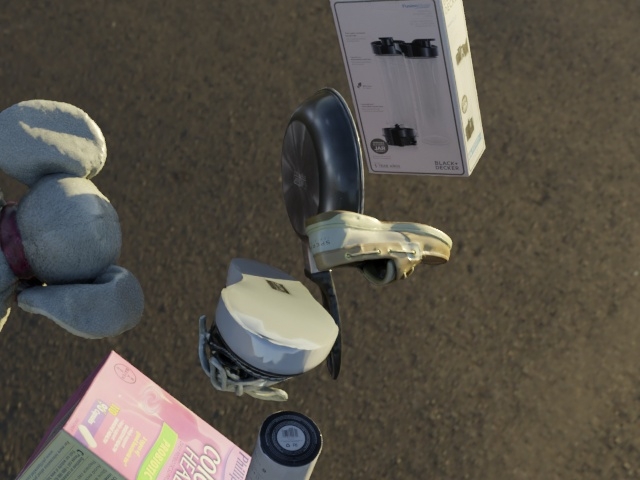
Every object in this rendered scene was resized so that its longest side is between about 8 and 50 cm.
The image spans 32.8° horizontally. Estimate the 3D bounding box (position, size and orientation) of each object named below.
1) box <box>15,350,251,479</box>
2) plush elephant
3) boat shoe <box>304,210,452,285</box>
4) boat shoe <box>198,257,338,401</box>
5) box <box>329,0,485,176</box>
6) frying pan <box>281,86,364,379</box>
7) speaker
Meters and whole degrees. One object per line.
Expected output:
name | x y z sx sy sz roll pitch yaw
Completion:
box | -0.227 0.291 1.357 0.243 0.117 0.213 40 18 -8
plush elephant | -0.325 0.002 1.152 0.256 0.330 0.271 -4 83 -16
boat shoe | 0.044 0.010 0.802 0.135 0.050 0.045 8 72 -37
boat shoe | -0.063 0.094 1.022 0.113 0.104 0.306 18 6 -14
box | 0.131 -0.238 1.573 0.169 0.290 0.087 3 37 28
frying pan | -0.009 -0.019 1.250 0.053 0.326 0.197 -5 38 -20
speaker | -0.038 0.206 0.951 0.055 0.136 0.055 7 49 -8
